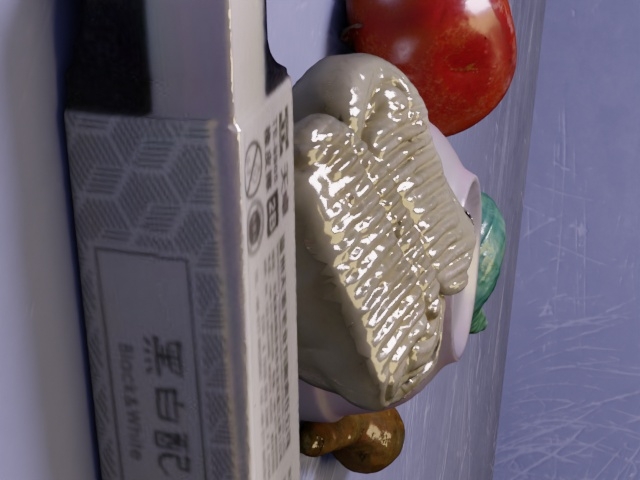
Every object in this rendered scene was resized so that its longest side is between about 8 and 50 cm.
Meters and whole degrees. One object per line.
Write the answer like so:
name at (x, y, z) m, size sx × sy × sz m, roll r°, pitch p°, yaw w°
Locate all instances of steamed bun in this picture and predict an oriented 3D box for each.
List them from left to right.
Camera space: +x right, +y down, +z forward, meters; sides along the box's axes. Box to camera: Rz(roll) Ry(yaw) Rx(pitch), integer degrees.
steamed bun at (0.001, -0.001, 0.867) m, size 0.211 × 0.144 × 0.218 m, roll -44°, pitch 112°, yaw -51°

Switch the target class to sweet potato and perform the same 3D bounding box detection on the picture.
sweet potato at (0.039, 0.185, 1.221) m, size 0.269 × 0.075 × 0.075 m, roll 30°, pitch 66°, yaw -70°

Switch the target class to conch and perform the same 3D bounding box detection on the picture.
conch at (0.118, 0.019, 1.366) m, size 0.196 × 0.134 × 0.202 m, roll -155°, pitch -122°, yaw -62°

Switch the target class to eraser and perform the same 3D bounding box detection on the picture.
eraser at (-0.069, 0.034, 0.688) m, size 0.098 × 0.096 × 0.404 m, roll -54°, pitch 146°, yaw -61°

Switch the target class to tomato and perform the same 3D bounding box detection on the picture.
tomato at (0.100, -0.191, 1.159) m, size 0.187 × 0.151 × 0.187 m, roll -16°, pitch 90°, yaw -73°

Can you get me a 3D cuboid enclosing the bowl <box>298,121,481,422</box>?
bowl at (0.054, 0.016, 1.071) m, size 0.287 × 0.144 × 0.287 m, roll 5°, pitch 90°, yaw -77°
